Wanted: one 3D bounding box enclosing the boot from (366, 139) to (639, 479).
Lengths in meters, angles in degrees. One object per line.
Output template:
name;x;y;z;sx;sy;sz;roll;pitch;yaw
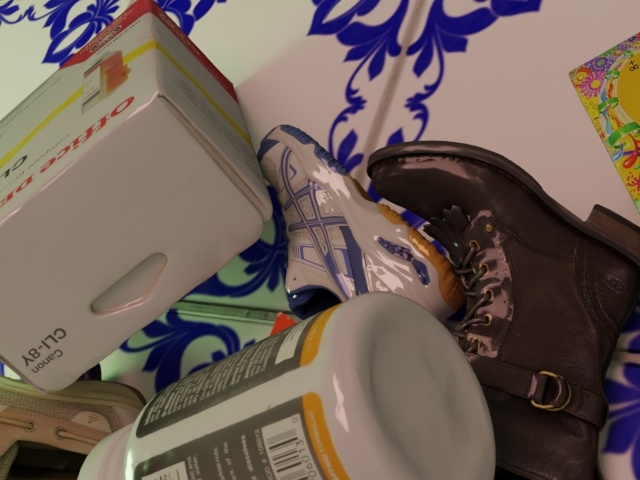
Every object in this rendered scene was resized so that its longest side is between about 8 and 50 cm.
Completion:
boot;0.120;0.061;0.754;0.263;0.091;0.229;23;72;10

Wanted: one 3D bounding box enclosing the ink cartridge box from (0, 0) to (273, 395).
ink cartridge box;-0.220;-0.069;1.016;0.279;0.160;0.384;-38;27;8

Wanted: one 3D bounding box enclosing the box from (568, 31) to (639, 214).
box;0.359;-0.035;0.639;0.279;0.177;0.290;-30;48;18

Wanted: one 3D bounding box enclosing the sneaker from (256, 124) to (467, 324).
sneaker;0.000;0.000;0.923;0.131;0.112;0.296;-46;45;2

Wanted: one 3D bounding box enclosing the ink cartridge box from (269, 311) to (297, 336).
ink cartridge box;-0.058;0.157;0.866;0.145;0.045;0.179;28;93;58

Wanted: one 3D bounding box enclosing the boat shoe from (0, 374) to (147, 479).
boat shoe;-0.308;0.188;0.920;0.098;0.302;0.109;-106;29;-45

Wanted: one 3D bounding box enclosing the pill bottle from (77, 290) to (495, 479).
pill bottle;-0.034;0.154;0.691;0.278;0.162;0.162;-28;48;34

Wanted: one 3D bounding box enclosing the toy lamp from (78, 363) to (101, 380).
toy lamp;-0.298;0.099;1.102;0.080;0.080;0.274;-41;43;7
